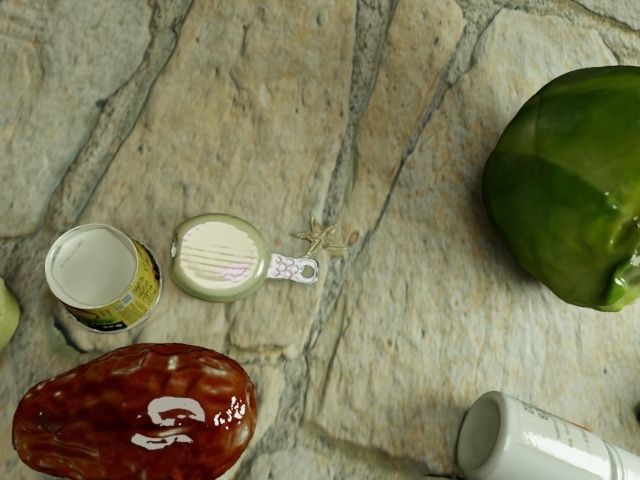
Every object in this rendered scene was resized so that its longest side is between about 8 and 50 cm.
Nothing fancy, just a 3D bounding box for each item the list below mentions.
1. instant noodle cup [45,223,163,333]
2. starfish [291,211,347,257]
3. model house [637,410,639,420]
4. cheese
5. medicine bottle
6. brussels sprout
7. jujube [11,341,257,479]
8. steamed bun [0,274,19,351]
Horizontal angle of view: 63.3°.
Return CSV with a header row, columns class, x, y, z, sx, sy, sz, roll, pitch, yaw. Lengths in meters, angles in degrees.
class,x,y,z,sx,sy,sz,roll,pitch,yaw
instant noodle cup,-0.300,0.047,0.720,0.152,0.122,0.151,4,73,-12
starfish,0.000,0.000,0.851,0.086,0.016,0.092,39,66,1
model house,0.735,0.271,0.839,0.303,0.215,0.237,-34,84,-21
cheese,-0.114,0.033,0.793,0.228,0.064,0.137,9,78,-8
medicine bottle,0.345,0.334,0.772,0.252,0.144,0.144,25,72,-2
brussels sprout,0.427,-0.082,0.823,0.276,0.315,0.371,-34,122,-42
jujube,-0.228,0.224,0.655,0.291,0.197,0.197,-5,77,2
steamed bun,-0.527,0.099,0.603,0.273,0.232,0.166,-2,71,-11
